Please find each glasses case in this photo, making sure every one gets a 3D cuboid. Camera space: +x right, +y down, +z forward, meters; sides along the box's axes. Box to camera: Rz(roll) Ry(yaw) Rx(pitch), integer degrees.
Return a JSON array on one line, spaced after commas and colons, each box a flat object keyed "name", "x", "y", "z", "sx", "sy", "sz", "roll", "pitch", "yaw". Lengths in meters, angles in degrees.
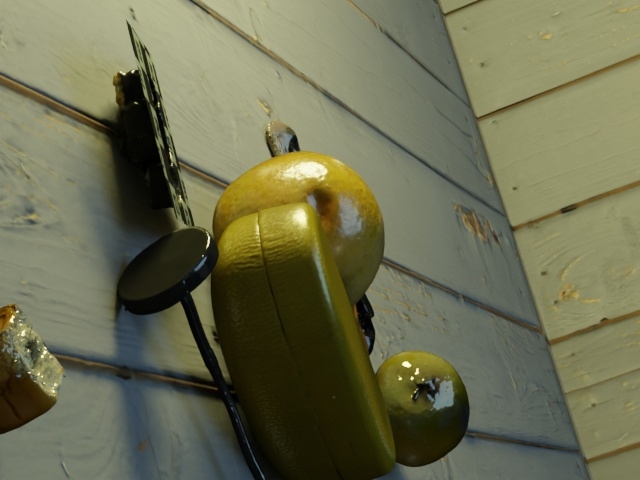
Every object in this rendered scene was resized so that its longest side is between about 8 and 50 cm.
[{"name": "glasses case", "x": -0.022, "y": 0.140, "z": 1.753, "sx": 0.173, "sy": 0.141, "sz": 0.371, "roll": -99, "pitch": 171, "yaw": -52}]

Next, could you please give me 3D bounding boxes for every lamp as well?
[{"name": "lamp", "x": -0.120, "y": 0.176, "z": 1.623, "sx": 0.130, "sy": 0.108, "sz": 0.371, "roll": 27, "pitch": -48, "yaw": 58}]

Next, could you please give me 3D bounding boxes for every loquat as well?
[{"name": "loquat", "x": -0.021, "y": -0.006, "z": 1.884, "sx": 0.213, "sy": 0.213, "sz": 0.213, "roll": 57, "pitch": 20, "yaw": -35}, {"name": "loquat", "x": 0.133, "y": 0.235, "z": 2.177, "sx": 0.195, "sy": 0.152, "sz": 0.152, "roll": 84, "pitch": -4, "yaw": -59}]

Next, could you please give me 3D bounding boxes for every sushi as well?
[{"name": "sushi", "x": -0.194, "y": -0.112, "z": 1.713, "sx": 0.192, "sy": 0.050, "sz": 0.215, "roll": 65, "pitch": 10, "yaw": -85}]

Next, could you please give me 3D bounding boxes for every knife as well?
[{"name": "knife", "x": 0.006, "y": -0.002, "z": 2.230, "sx": 0.365, "sy": 0.043, "sz": 0.089, "roll": 69, "pitch": 19, "yaw": -1}]

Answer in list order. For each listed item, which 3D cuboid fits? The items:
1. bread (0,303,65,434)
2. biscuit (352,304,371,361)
[{"name": "bread", "x": -0.251, "y": 0.104, "z": 1.246, "sx": 0.083, "sy": 0.070, "sz": 0.077, "roll": 59, "pitch": 18, "yaw": -24}, {"name": "biscuit", "x": 0.000, "y": 0.071, "z": 2.104, "sx": 0.295, "sy": 0.044, "sz": 0.186, "roll": 63, "pitch": 26, "yaw": -20}]
